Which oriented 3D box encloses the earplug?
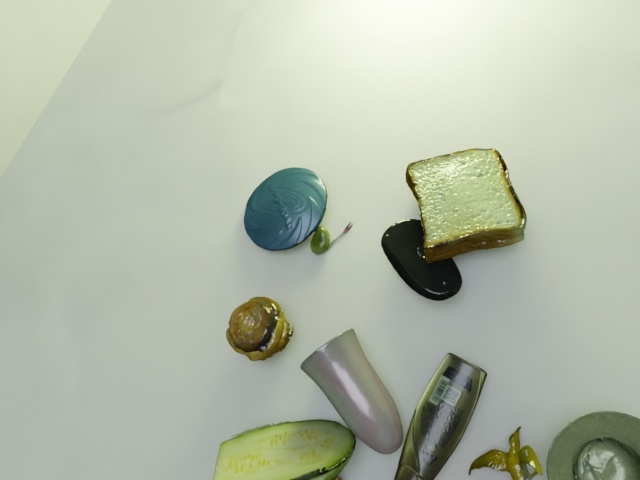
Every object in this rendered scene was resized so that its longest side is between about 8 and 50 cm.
[{"bbox_3d":[0.101,0.396,1.292,0.172,0.172,0.301,-38,72,3],"label":"earplug"}]

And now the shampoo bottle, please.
[{"bbox_3d":[0.282,0.453,1.242,0.125,0.084,0.350,24,81,26],"label":"shampoo bottle"}]

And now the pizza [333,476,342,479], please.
[{"bbox_3d":[-0.004,0.675,1.280,0.134,0.046,0.175,5,74,20],"label":"pizza"}]

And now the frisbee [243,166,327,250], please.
[{"bbox_3d":[-0.117,-0.107,1.565,0.289,0.049,0.290,-11,62,21],"label":"frisbee"}]

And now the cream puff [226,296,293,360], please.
[{"bbox_3d":[-0.165,0.250,1.436,0.188,0.129,0.189,-11,63,23],"label":"cream puff"}]

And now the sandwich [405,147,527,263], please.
[{"bbox_3d":[0.381,-0.105,1.361,0.270,0.099,0.301,-9,54,5],"label":"sandwich"}]

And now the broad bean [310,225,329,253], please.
[{"bbox_3d":[0.000,0.000,1.515,0.063,0.045,0.084,9,80,32],"label":"broad bean"}]

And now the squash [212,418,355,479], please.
[{"bbox_3d":[-0.077,0.534,1.255,0.308,0.234,0.210,-39,102,7],"label":"squash"}]

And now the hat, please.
[{"bbox_3d":[0.615,0.498,1.090,0.256,0.130,0.258,-6,70,16],"label":"hat"}]

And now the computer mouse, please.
[{"bbox_3d":[0.273,0.061,1.377,0.137,0.086,0.270,-27,57,-10],"label":"computer mouse"}]

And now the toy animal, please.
[{"bbox_3d":[0.451,0.509,1.174,0.095,0.155,0.219,53,137,2],"label":"toy animal"}]

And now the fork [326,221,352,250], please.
[{"bbox_3d":[0.055,-0.011,1.519,0.115,0.012,0.016,-46,60,4],"label":"fork"}]
